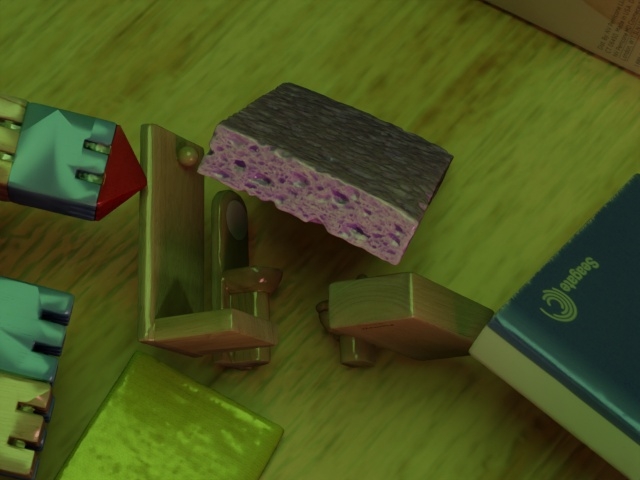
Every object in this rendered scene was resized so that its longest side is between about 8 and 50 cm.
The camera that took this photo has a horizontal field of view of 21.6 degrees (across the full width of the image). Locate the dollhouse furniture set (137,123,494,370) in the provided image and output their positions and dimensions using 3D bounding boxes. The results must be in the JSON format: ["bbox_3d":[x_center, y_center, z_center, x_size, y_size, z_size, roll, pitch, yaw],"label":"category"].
[{"bbox_3d":[0.000,0.000,0.946,0.151,0.144,0.123,-9,73,27],"label":"dollhouse furniture set"}]

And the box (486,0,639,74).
[{"bbox_3d":[0.132,-0.242,1.087,0.311,0.121,0.148,26,67,6],"label":"box"}]

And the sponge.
[{"bbox_3d":[0.010,-0.045,0.956,0.117,0.210,0.031,24,104,4],"label":"sponge"}]

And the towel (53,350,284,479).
[{"bbox_3d":[-0.118,0.181,0.930,0.102,0.021,0.237,29,65,2],"label":"towel"}]

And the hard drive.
[{"bbox_3d":[0.259,0.105,0.938,0.318,0.040,0.210,38,39,12],"label":"hard drive"}]

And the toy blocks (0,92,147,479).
[{"bbox_3d":[-0.249,0.056,0.895,0.260,0.191,0.382,14,78,-6],"label":"toy blocks"}]
